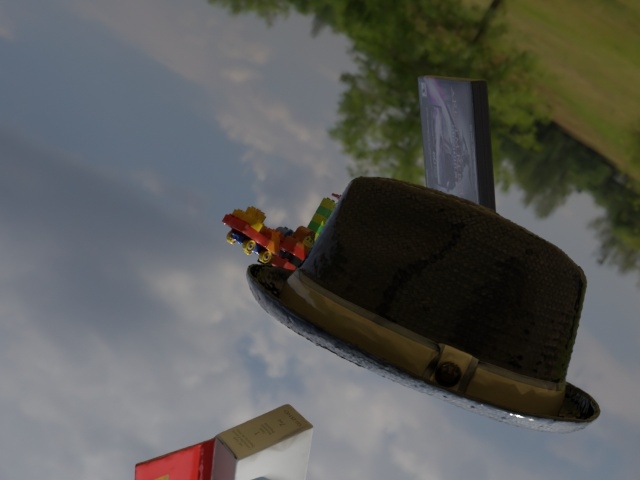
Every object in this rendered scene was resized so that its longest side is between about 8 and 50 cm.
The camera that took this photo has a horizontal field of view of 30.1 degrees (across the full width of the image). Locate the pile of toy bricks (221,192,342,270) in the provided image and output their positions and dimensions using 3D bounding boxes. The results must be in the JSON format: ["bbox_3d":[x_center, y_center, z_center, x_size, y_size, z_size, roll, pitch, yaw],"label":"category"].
[{"bbox_3d":[0.000,0.000,1.274,0.118,0.105,0.212,26,174,37],"label":"pile of toy bricks"}]

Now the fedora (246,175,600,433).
[{"bbox_3d":[0.109,0.039,1.052,0.334,0.153,0.334,22,-174,-2],"label":"fedora"}]

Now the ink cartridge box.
[{"bbox_3d":[-0.145,0.405,1.724,0.261,0.296,0.066,-18,-140,-35],"label":"ink cartridge box"}]

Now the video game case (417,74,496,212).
[{"bbox_3d":[0.178,-0.118,1.578,0.026,0.196,0.274,-7,-170,-7],"label":"video game case"}]
